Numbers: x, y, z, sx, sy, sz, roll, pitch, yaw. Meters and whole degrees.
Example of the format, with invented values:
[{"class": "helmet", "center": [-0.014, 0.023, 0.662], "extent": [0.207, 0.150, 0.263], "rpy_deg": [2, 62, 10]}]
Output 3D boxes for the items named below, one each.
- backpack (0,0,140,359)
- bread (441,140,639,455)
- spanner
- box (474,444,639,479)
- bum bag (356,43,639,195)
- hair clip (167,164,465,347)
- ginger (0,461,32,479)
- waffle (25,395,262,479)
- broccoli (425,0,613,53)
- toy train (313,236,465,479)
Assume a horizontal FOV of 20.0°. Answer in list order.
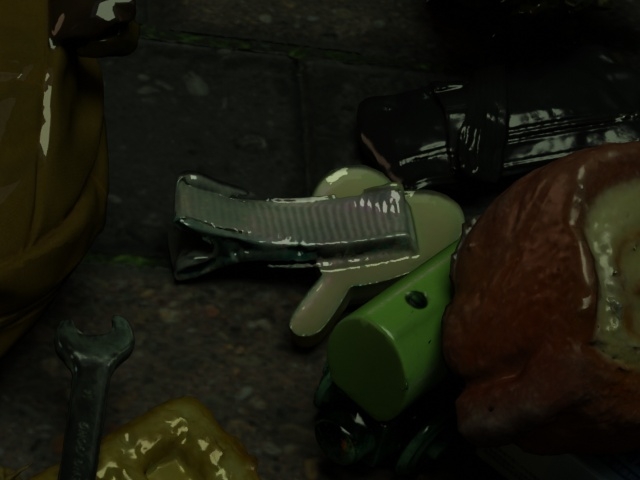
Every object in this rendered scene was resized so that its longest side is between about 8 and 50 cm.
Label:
[{"class": "backpack", "center": [-0.298, -0.064, 1.208], "extent": [0.353, 0.201, 0.378], "rpy_deg": [0, 46, -10]}, {"class": "bread", "center": [0.206, 0.039, 1.157], "extent": [0.244, 0.123, 0.190], "rpy_deg": [4, 78, -32]}, {"class": "spanner", "center": [-0.149, 0.139, 1.111], "extent": [0.054, 0.015, 0.254], "rpy_deg": [9, 44, -8]}, {"class": "box", "center": [0.226, 0.149, 1.243], "extent": [0.194, 0.073, 0.139], "rpy_deg": [37, 50, 19]}, {"class": "bum bag", "center": [0.152, -0.090, 1.450], "extent": [0.248, 0.060, 0.123], "rpy_deg": [-9, 51, -20]}, {"class": "hair clip", "center": [0.000, 0.003, 1.317], "extent": [0.218, 0.071, 0.159], "rpy_deg": [-1, 52, -9]}, {"class": "ginger", "center": [-0.363, 0.165, 1.027], "extent": [0.375, 0.166, 0.236], "rpy_deg": [-4, 17, -24]}, {"class": "waffle", "center": [-0.137, 0.213, 1.096], "extent": [0.274, 0.057, 0.168], "rpy_deg": [-26, 59, -33]}, {"class": "broccoli", "center": [0.204, -0.319, 1.495], "extent": [0.324, 0.334, 0.272], "rpy_deg": [-12, 54, -38]}, {"class": "toy train", "center": [0.097, 0.052, 1.238], "extent": [0.105, 0.157, 0.253], "rpy_deg": [41, 51, 22]}]
